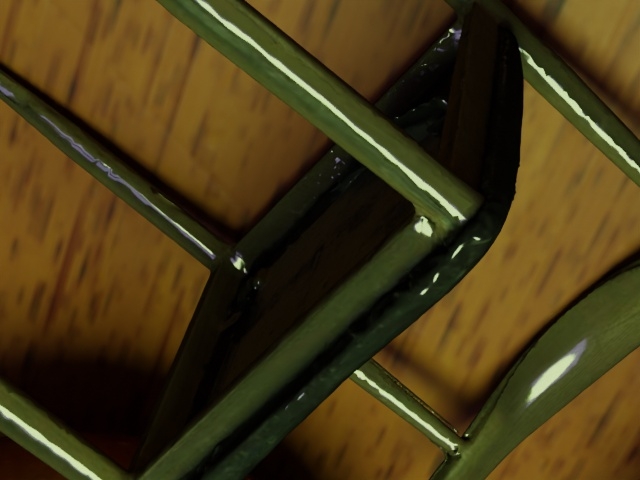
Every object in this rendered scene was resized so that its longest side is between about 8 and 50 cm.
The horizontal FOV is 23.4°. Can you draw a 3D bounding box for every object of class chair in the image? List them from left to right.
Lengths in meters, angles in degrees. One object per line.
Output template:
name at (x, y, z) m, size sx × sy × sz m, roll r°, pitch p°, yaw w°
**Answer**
chair at (0.000, 0.000, 0.500) m, size 0.272 × 0.166 × 0.188 m, roll 38°, pitch 121°, yaw -12°

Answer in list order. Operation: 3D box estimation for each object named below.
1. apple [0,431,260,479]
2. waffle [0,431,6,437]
apple at (-0.090, 0.204, 0.599) m, size 0.251 × 0.206 × 0.272 m, roll -5°, pitch 126°, yaw -22°
waffle at (-0.221, 0.124, 0.688) m, size 0.214 × 0.054 × 0.208 m, roll 18°, pitch 120°, yaw -6°
